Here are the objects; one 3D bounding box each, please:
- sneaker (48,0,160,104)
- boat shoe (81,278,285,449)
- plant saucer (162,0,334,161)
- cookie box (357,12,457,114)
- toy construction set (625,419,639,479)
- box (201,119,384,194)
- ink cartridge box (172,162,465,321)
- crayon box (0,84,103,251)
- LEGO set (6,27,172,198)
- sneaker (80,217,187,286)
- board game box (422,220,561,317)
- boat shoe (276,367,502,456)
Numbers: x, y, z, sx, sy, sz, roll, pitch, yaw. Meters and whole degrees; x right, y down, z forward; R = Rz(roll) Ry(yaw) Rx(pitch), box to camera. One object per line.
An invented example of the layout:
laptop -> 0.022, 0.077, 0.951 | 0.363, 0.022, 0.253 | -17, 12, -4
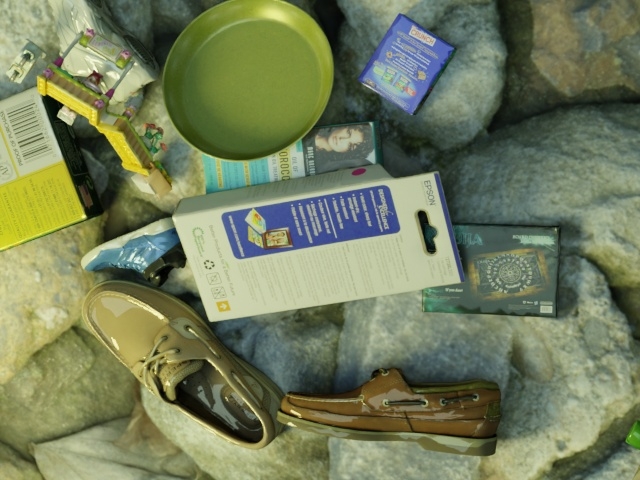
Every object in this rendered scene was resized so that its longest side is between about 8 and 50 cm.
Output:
sneaker -> -0.337, -0.284, 1.970 | 0.115, 0.090, 0.232 | -40, 88, 16
boat shoe -> -0.196, 0.171, 1.986 | 0.341, 0.110, 0.122 | 33, 102, 5
plant saucer -> -0.096, -0.216, 1.925 | 0.240, 0.037, 0.241 | -3, 73, 11
cookie box -> 0.118, -0.238, 1.913 | 0.091, 0.040, 0.107 | 34, 102, 5
toy construction set -> 0.537, 0.243, 1.824 | 0.237, 0.257, 0.309 | 29, 81, 18
box -> -0.037, -0.105, 1.949 | 0.244, 0.060, 0.101 | -5, 96, 11
ink cartridge box -> 0.000, 0.000, 1.915 | 0.370, 0.069, 0.176 | -8, 119, 16
crayon box -> -0.495, -0.076, 2.027 | 0.318, 0.081, 0.202 | -19, 93, 12
LEGO set -> -0.282, -0.187, 1.931 | 0.287, 0.132, 0.107 | 40, 66, -19
sneaker -> -0.262, 0.033, 2.008 | 0.152, 0.058, 0.085 | -23, 84, 6
board game box -> 0.233, 0.039, 1.934 | 0.186, 0.026, 0.126 | 2, 97, 10
boat shoe -> 0.096, 0.223, 1.949 | 0.307, 0.111, 0.105 | 6, 94, 0
